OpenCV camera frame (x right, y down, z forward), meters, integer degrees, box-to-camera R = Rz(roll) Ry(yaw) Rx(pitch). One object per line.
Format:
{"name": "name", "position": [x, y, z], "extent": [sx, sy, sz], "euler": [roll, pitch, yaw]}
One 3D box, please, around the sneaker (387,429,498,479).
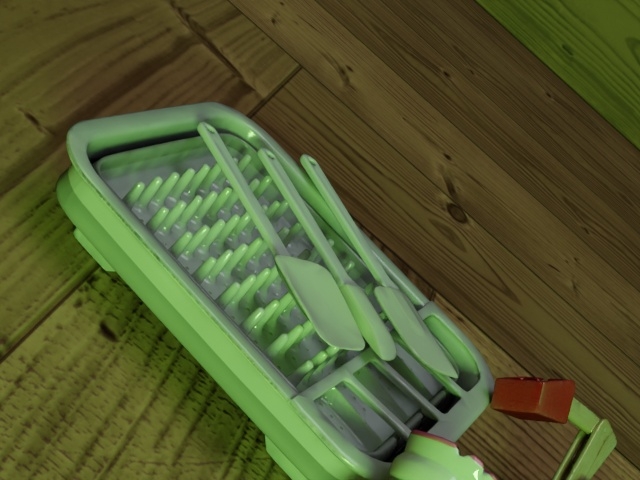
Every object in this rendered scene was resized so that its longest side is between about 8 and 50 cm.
{"name": "sneaker", "position": [0.091, 0.243, 0.763], "extent": [0.252, 0.111, 0.103], "euler": [57, -19, -9]}

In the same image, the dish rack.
{"name": "dish rack", "position": [-0.034, 0.041, 0.926], "extent": [0.333, 0.072, 0.285], "euler": [47, 24, 9]}

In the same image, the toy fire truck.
{"name": "toy fire truck", "position": [0.205, 0.186, 0.993], "extent": [0.192, 0.047, 0.135], "euler": [20, 74, -41]}

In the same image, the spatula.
{"name": "spatula", "position": [0.000, 0.000, 0.941], "extent": [0.168, 0.019, 0.242], "euler": [14, 36, -46]}
